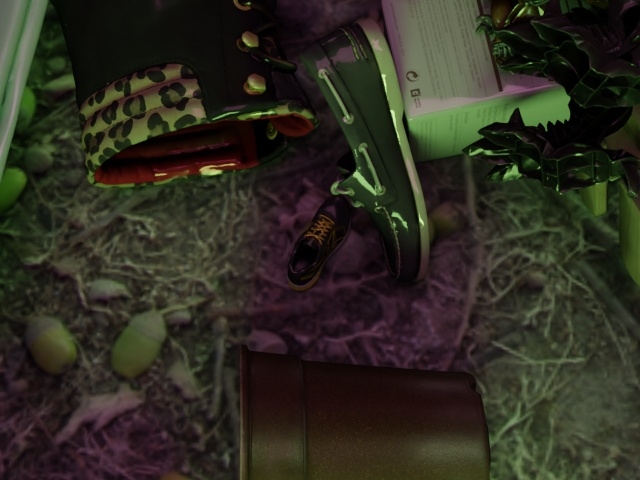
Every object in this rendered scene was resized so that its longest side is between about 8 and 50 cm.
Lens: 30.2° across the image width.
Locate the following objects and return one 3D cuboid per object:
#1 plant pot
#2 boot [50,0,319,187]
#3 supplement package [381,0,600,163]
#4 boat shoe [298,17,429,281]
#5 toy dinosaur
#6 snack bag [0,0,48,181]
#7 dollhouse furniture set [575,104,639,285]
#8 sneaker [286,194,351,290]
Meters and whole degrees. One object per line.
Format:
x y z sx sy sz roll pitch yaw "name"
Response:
0.026 0.155 0.824 0.165 0.167 0.167 0 74 -4 "plant pot"
-0.049 -0.214 0.938 0.377 0.138 0.284 -14 72 4 "boot"
0.144 -0.139 0.918 0.179 0.105 0.105 -11 73 1 "supplement package"
0.032 -0.058 0.883 0.065 0.075 0.206 -17 112 -9 "boat shoe"
0.199 -0.158 0.795 0.322 0.164 0.218 14 58 30 "toy dinosaur"
-0.381 -0.094 0.945 0.342 0.037 0.323 3 75 25 "snack bag"
0.332 -0.006 0.873 0.212 0.161 0.242 -21 51 -2 "dollhouse furniture set"
0.000 0.000 0.926 0.031 0.035 0.083 24 77 10 "sneaker"
